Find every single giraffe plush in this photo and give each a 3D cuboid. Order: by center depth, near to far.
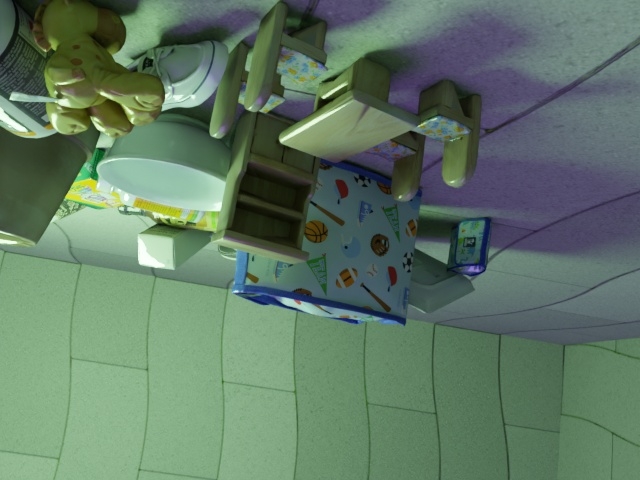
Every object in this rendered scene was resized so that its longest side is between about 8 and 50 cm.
[{"bbox_3d":[-0.331,-0.259,0.868,0.181,0.170,0.210,-18,166,33],"label":"giraffe plush"}]

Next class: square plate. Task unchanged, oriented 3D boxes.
[{"bbox_3d":[0.213,0.065,1.651,0.344,0.049,0.347,29,-160,27],"label":"square plate"}]

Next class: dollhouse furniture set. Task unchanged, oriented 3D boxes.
[{"bbox_3d":[-0.011,-0.123,1.010,0.362,0.256,0.394,16,165,-28],"label":"dollhouse furniture set"}]

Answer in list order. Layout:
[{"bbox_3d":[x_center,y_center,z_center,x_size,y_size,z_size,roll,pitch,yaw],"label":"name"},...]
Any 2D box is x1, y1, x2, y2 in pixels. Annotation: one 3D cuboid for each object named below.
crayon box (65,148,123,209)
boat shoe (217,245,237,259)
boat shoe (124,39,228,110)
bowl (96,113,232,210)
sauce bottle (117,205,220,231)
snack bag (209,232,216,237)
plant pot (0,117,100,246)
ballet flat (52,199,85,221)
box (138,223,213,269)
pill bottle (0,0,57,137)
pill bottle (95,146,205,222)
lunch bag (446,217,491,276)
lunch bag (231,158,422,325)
[{"bbox_3d":[-0.578,-0.152,1.605,0.279,0.081,0.165,-4,161,43],"label":"crayon box"},{"bbox_3d":[-0.215,0.002,1.986,0.285,0.102,0.092,-2,158,25],"label":"boat shoe"},{"bbox_3d":[-0.241,-0.255,0.957,0.084,0.095,0.258,15,164,-41],"label":"boat shoe"},{"bbox_3d":[-0.289,-0.167,1.258,0.298,0.134,0.298,9,166,2],"label":"bowl"},{"bbox_3d":[-0.384,-0.086,1.691,0.345,0.111,0.111,4,166,10],"label":"sauce bottle"},{"bbox_3d":[-0.112,0.041,1.787,0.343,0.037,0.323,4,165,32],"label":"snack bag"},{"bbox_3d":[-0.653,-0.143,1.282,0.323,0.280,0.323,8,167,2],"label":"plant pot"},{"bbox_3d":[-0.915,-0.112,1.768,0.483,0.181,0.164,17,163,-31],"label":"ballet flat"},{"bbox_3d":[-0.407,-0.011,1.774,0.113,0.094,0.275,7,-161,11],"label":"box"},{"bbox_3d":[-0.479,-0.273,0.892,0.162,0.162,0.278,6,165,11],"label":"pill bottle"},{"bbox_3d":[-0.386,-0.135,1.442,0.246,0.136,0.136,15,165,-23],"label":"pill bottle"},{"bbox_3d":[0.392,0.018,1.597,0.096,0.128,0.151,12,167,-11],"label":"lunch bag"},{"bbox_3d":[0.000,0.000,1.365,0.386,0.327,0.239,15,164,-31],"label":"lunch bag"}]
